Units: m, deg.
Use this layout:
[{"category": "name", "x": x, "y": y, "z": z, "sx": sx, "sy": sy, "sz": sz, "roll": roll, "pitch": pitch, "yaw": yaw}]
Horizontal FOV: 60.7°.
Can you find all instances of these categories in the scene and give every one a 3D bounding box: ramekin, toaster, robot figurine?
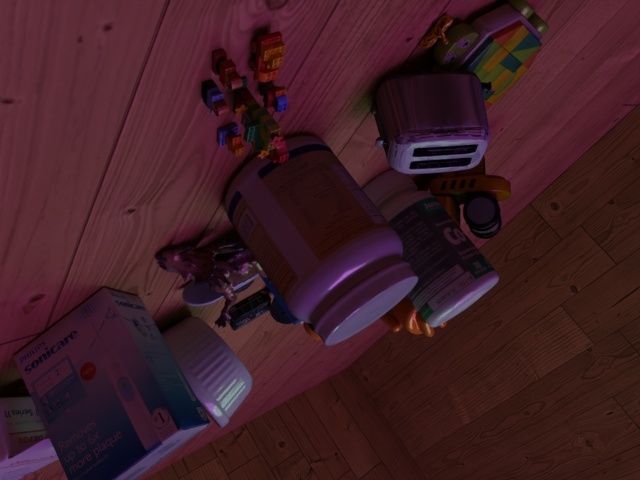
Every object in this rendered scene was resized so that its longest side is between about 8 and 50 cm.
[{"category": "ramekin", "x": -0.278, "y": 0.302, "z": 1.301, "sx": 0.127, "sy": 0.273, "sz": 0.273, "roll": -41, "pitch": 164, "yaw": -22}, {"category": "toaster", "x": 0.206, "y": -0.208, "z": 0.974, "sx": 0.226, "sy": 0.147, "sz": 0.129, "roll": -4, "pitch": 156, "yaw": -3}, {"category": "robot figurine", "x": 0.240, "y": 0.165, "z": 1.466, "sx": 0.128, "sy": 0.219, "sz": 0.158, "roll": 15, "pitch": 108, "yaw": -38}]

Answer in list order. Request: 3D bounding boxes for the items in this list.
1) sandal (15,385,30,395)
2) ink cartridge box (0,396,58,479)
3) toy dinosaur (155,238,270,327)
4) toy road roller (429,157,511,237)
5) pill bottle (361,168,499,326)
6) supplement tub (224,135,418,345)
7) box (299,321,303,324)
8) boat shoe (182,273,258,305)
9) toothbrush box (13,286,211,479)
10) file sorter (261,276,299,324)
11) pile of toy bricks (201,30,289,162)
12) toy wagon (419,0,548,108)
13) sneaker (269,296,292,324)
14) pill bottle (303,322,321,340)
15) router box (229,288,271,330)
[{"category": "sandal", "x": -0.533, "y": 0.293, "z": 1.136, "sx": 0.180, "sy": 0.049, "sz": 0.072, "roll": -1, "pitch": 158, "yaw": -34}, {"category": "ink cartridge box", "x": -0.625, "y": 0.399, "z": 1.055, "sx": 0.353, "sy": 0.119, "sz": 0.207, "roll": -28, "pitch": 161, "yaw": 5}, {"category": "toy dinosaur", "x": -0.160, "y": 0.038, "z": 1.091, "sx": 0.295, "sy": 0.127, "sz": 0.200, "roll": -32, "pitch": 155, "yaw": -29}, {"category": "toy road roller", "x": 0.360, "y": -0.132, "z": 1.533, "sx": 0.329, "sy": 0.241, "sz": 0.202, "roll": -2, "pitch": 171, "yaw": 20}, {"category": "pill bottle", "x": 0.242, "y": 0.011, "z": 1.333, "sx": 0.204, "sy": 0.361, "sz": 0.204, "roll": -32, "pitch": 161, "yaw": -12}, {"category": "supplement tub", "x": 0.000, "y": 0.000, "z": 0.959, "sx": 0.228, "sy": 0.316, "sz": 0.228, "roll": -31, "pitch": 161, "yaw": -12}, {"category": "box", "x": -0.040, "y": 0.192, "z": 1.675, "sx": 0.101, "sy": 0.102, "sz": 0.087, "roll": -35, "pitch": 163, "yaw": -1}, {"category": "boat shoe", "x": -0.219, "y": 0.105, "z": 1.218, "sx": 0.183, "sy": 0.065, "sz": 0.083, "roll": -24, "pitch": 164, "yaw": -23}, {"category": "toothbrush box", "x": -0.375, "y": 0.269, "z": 0.985, "sx": 0.216, "sy": 0.296, "sz": 0.126, "roll": -36, "pitch": 160, "yaw": 2}, {"category": "file sorter", "x": -0.050, "y": 0.096, "z": 1.333, "sx": 0.118, "sy": 0.170, "sz": 0.104, "roll": -42, "pitch": 164, "yaw": 17}, {"category": "pile of toy bricks", "x": -0.085, "y": -0.165, "z": 0.748, "sx": 0.118, "sy": 0.105, "sz": 0.212, "roll": -27, "pitch": 159, "yaw": -24}, {"category": "toy wagon", "x": 0.297, "y": -0.341, "z": 1.050, "sx": 0.267, "sy": 0.068, "sz": 0.344, "roll": -47, "pitch": 159, "yaw": 28}, {"category": "sneaker", "x": -0.024, "y": 0.081, "z": 1.487, "sx": 0.319, "sy": 0.112, "sz": 0.131, "roll": -48, "pitch": -175, "yaw": 21}, {"category": "pill bottle", "x": 0.049, "y": 0.180, "z": 1.519, "sx": 0.130, "sy": 0.130, "sz": 0.246, "roll": -13, "pitch": 151, "yaw": -48}, {"category": "router box", "x": -0.196, "y": 0.191, "z": 1.502, "sx": 0.122, "sy": 0.038, "sz": 0.092, "roll": -28, "pitch": 159, "yaw": -20}]
